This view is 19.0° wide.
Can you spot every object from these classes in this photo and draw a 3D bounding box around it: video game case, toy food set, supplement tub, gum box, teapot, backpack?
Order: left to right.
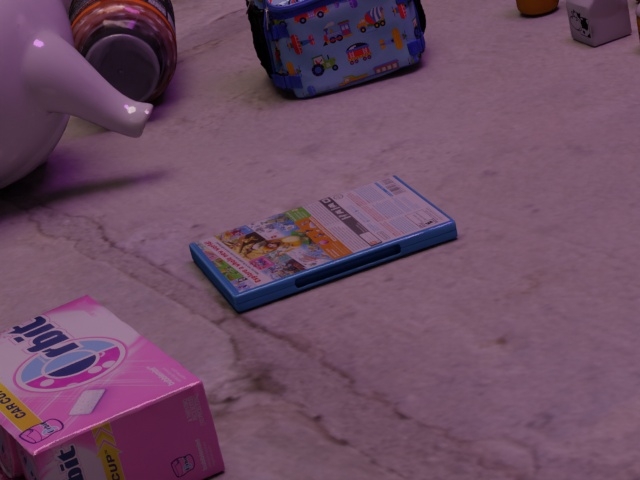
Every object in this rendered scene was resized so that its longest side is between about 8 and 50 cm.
[{"bbox_3d":[-0.302,-0.126,1.630,0.252,0.187,0.256,-39,40,7],"label":"teapot"},{"bbox_3d":[-0.149,0.100,1.147,0.107,0.062,0.188,-22,24,-22],"label":"gum box"},{"bbox_3d":[-0.187,-0.186,1.793,0.106,0.106,0.198,-13,22,0],"label":"supplement tub"},{"bbox_3d":[0.000,0.000,1.366,0.166,0.015,0.119,-19,24,-13],"label":"video game case"},{"bbox_3d":[0.007,-0.233,1.707,0.158,0.173,0.117,-14,22,-4],"label":"backpack"},{"bbox_3d":[0.258,-0.244,1.683,0.111,0.104,0.232,-20,23,-16],"label":"toy food set"}]

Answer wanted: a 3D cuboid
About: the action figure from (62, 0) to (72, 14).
[{"bbox_3d":[-0.410,-0.279,2.060,0.330,0.178,0.341,-3,49,12],"label":"action figure"}]
